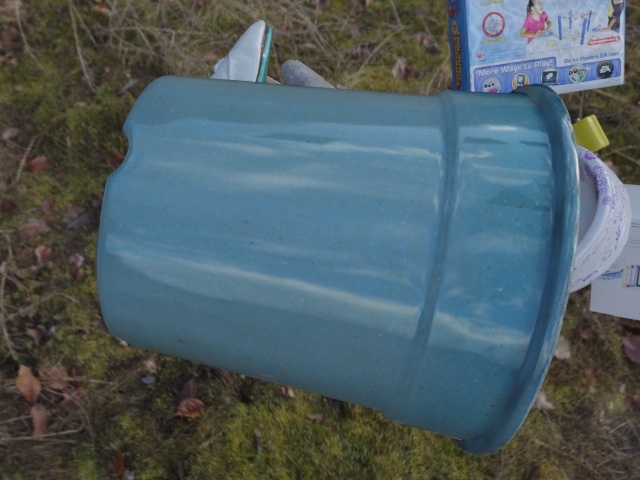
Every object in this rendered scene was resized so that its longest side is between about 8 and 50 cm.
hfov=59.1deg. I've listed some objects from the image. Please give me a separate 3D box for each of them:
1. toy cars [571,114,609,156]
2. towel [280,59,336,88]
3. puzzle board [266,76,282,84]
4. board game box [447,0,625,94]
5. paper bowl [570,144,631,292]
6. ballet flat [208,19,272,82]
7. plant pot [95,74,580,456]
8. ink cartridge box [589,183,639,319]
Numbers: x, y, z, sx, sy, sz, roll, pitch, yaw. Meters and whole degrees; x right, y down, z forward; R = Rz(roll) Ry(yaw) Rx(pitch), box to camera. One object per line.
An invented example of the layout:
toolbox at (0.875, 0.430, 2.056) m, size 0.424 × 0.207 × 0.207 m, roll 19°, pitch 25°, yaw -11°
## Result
toy cars at (0.487, -0.245, 1.384) m, size 0.087 × 0.176 × 0.393 m, roll -18°, pitch 32°, yaw -40°
towel at (0.068, -0.140, 0.779) m, size 0.049 × 0.282 × 0.187 m, roll -51°, pitch 28°, yaw 14°
puzzle board at (-0.167, -0.379, 1.499) m, size 0.096 × 0.128 × 0.011 m, roll 24°, pitch 26°, yaw -26°
board game box at (0.392, -0.417, 1.031) m, size 0.308 × 0.086 × 0.302 m, roll -9°, pitch 106°, yaw -6°
paper bowl at (0.441, -0.032, 1.078) m, size 0.148 × 0.284 × 0.284 m, roll 26°, pitch 56°, yaw -33°
ballet flat at (-0.166, -0.210, 1.029) m, size 0.139 × 0.139 × 0.400 m, roll 5°, pitch 89°, yaw 6°
plant pot at (0.000, 0.000, 0.535) m, size 0.334 × 0.341 × 0.341 m, roll 9°, pitch 63°, yaw -1°
ink cartridge box at (0.668, 0.026, 1.167) m, size 0.168 × 0.233 × 0.171 m, roll 10°, pitch 32°, yaw 34°
